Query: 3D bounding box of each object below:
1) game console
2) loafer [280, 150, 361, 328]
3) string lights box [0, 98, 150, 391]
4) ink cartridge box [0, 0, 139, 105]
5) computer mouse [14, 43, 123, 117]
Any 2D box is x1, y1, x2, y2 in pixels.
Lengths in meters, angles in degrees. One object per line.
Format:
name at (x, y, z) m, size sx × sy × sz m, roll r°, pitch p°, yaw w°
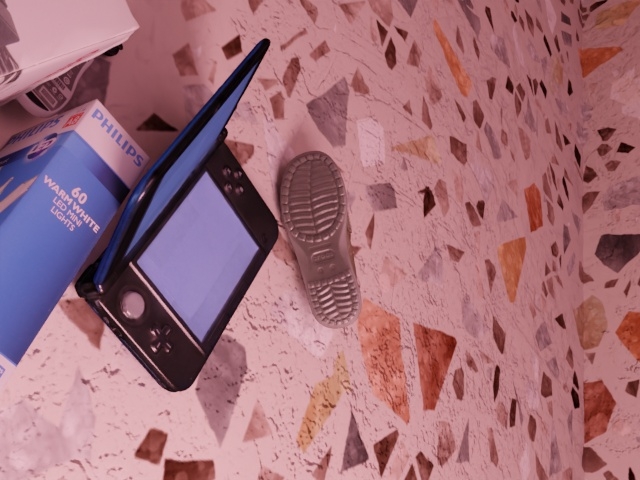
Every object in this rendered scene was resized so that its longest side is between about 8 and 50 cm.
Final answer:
game console at (-0.107, -0.025, 0.790) m, size 0.250 × 0.173 × 0.293 m, roll 57°, pitch 40°, yaw -28°
loafer at (0.000, 0.000, 1.031) m, size 0.087 × 0.094 × 0.251 m, roll 77°, pitch 5°, yaw -82°
string lights box at (-0.259, 0.008, 0.603) m, size 0.076 × 0.133 × 0.259 m, roll 51°, pitch 43°, yaw -33°
ink cartridge box at (-0.315, -0.126, 0.485) m, size 0.307 × 0.223 × 0.129 m, roll -44°, pitch 116°, yaw -51°
computer mouse at (-0.266, -0.192, 0.735) m, size 0.106 × 0.042 × 0.193 m, roll 57°, pitch 34°, yaw -35°
